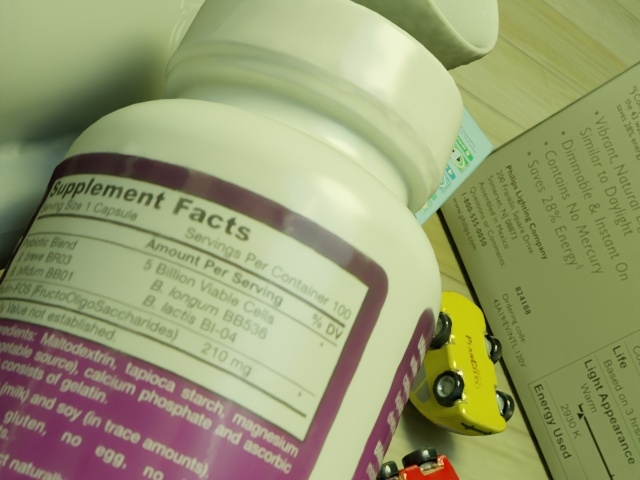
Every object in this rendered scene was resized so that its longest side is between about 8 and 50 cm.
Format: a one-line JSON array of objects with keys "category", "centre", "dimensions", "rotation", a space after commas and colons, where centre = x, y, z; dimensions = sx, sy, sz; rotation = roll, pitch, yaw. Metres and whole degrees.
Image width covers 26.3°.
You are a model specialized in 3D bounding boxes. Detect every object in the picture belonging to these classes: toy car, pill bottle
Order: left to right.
[{"category": "pill bottle", "centre": [-0.052, 0.053, 0.542], "dimensions": [0.169, 0.169, 0.302], "rotation": [37, 66, -30]}, {"category": "toy car", "centre": [0.107, 0.173, 0.859], "dimensions": [0.225, 0.053, 0.239], "rotation": [49, 34, -15]}]

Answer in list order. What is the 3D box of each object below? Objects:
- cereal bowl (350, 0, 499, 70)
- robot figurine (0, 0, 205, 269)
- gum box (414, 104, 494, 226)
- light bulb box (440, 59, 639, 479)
[{"category": "cereal bowl", "centre": [-0.005, -0.262, 0.957], "dimensions": [0.339, 0.141, 0.339], "rotation": [50, 29, -41]}, {"category": "robot figurine", "centre": [-0.175, -0.132, 0.598], "dimensions": [0.353, 0.199, 0.300], "rotation": [-20, 87, -57]}, {"category": "gum box", "centre": [0.000, 0.000, 0.763], "dimensions": [0.041, 0.157, 0.184], "rotation": [54, 33, -5]}, {"category": "light bulb box", "centre": [0.334, 0.037, 0.988], "dimensions": [0.225, 0.361, 0.358], "rotation": [0, 64, -53]}]
